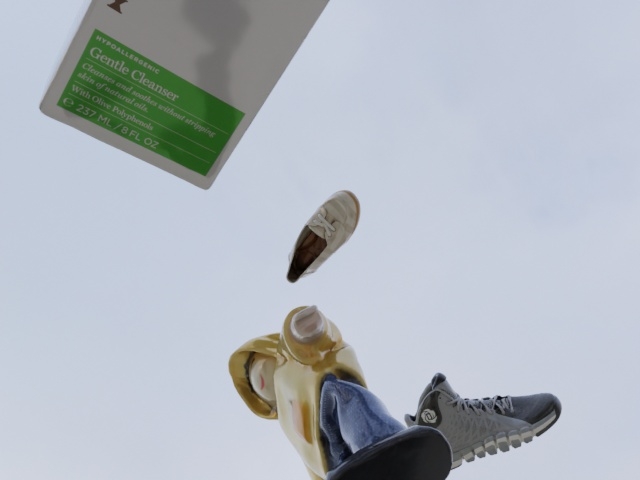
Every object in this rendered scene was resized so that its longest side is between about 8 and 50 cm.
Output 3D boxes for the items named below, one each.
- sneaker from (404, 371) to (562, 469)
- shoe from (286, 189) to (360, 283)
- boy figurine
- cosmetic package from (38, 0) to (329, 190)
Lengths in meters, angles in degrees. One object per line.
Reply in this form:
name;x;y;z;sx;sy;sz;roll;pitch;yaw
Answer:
sneaker;0.230;0.247;0.850;0.229;0.086;0.132;-27;-92;8
shoe;0.000;0.000;1.017;0.077;0.058;0.219;41;-52;8
boy figurine;-0.004;0.128;0.447;0.092;0.285;0.177;-16;-74;-20
cosmetic package;-0.113;-0.264;0.587;0.197;0.155;0.365;24;-67;-30
